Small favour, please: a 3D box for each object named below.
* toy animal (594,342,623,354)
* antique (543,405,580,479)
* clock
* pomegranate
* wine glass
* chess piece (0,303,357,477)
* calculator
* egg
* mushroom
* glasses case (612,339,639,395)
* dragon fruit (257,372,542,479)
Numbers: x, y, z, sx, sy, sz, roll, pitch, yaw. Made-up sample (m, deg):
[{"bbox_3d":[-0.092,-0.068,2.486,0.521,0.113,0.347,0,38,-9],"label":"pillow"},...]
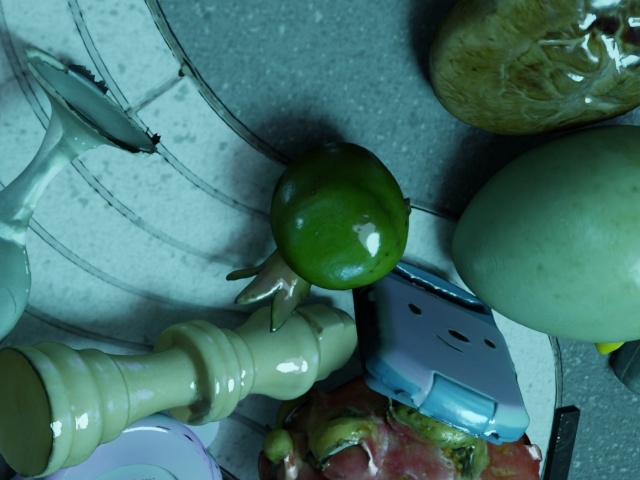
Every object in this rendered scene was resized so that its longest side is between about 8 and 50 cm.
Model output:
[{"bbox_3d":[0.401,0.038,1.353,0.230,0.156,0.156,-11,130,24],"label":"toy animal"},{"bbox_3d":[0.304,0.297,1.563,0.031,0.015,0.192,-9,119,-23],"label":"antique"},{"bbox_3d":[-0.209,0.264,1.240,0.227,0.090,0.248,-1,114,-27],"label":"clock"},{"bbox_3d":[0.000,0.000,1.165,0.131,0.152,0.191,34,104,-13],"label":"pomegranate"},{"bbox_3d":[-0.281,-0.004,1.029,0.143,0.143,0.321,32,100,-36],"label":"wine glass"},{"bbox_3d":[-0.114,0.125,1.162,0.397,0.117,0.117,-8,121,-42],"label":"chess piece"},{"bbox_3d":[0.114,0.101,1.199,0.173,0.293,0.051,24,110,-12],"label":"calculator"},{"bbox_3d":[0.269,-0.003,1.239,0.218,0.295,0.218,21,66,-56],"label":"egg"},{"bbox_3d":[0.240,-0.198,1.162,0.278,0.146,0.278,-9,151,-5],"label":"mushroom"},{"bbox_3d":[0.468,0.044,1.474,0.131,0.074,0.323,7,112,-29],"label":"glasses case"},{"bbox_3d":[0.072,0.243,1.283,0.291,0.250,0.269,10,107,-16],"label":"dragon fruit"}]
